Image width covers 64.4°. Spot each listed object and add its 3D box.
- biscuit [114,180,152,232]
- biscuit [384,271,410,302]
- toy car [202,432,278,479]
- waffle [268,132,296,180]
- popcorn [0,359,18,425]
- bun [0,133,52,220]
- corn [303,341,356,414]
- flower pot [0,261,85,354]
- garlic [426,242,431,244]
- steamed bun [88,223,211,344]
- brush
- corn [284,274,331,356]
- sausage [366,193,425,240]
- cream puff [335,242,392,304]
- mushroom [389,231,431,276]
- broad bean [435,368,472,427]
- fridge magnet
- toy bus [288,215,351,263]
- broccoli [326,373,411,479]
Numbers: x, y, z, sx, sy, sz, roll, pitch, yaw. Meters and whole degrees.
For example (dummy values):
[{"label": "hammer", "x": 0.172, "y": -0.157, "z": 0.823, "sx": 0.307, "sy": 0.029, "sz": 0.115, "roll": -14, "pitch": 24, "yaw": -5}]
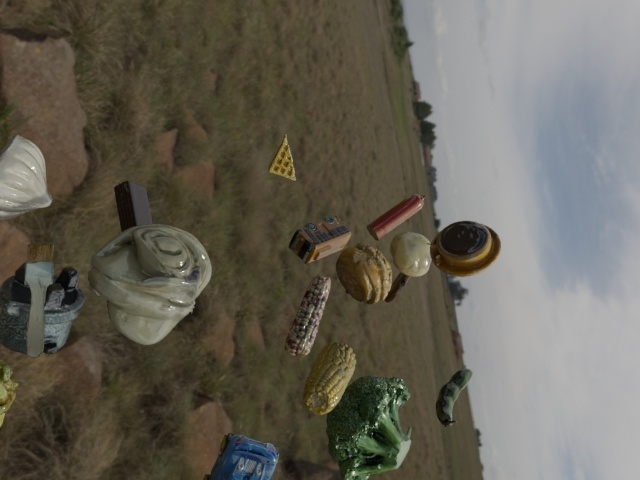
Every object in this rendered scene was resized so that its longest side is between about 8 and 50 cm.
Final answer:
[{"label": "biscuit", "x": -0.659, "y": -0.027, "z": 1.842, "sx": 0.107, "sy": 0.073, "sz": 0.389, "roll": 31, "pitch": 41, "yaw": -66}, {"label": "biscuit", "x": 0.345, "y": 0.186, "z": 2.241, "sx": 0.212, "sy": 0.036, "sz": 0.212, "roll": -54, "pitch": 178, "yaw": -3}, {"label": "toy car", "x": -0.261, "y": 0.772, "z": 1.624, "sx": 0.314, "sy": 0.198, "sz": 0.166, "roll": -63, "pitch": -166, "yaw": 10}, {"label": "waffle", "x": -0.110, "y": -0.310, "z": 1.889, "sx": 0.191, "sy": 0.125, "sz": 0.032, "roll": -53, "pitch": -153, "yaw": 43}, {"label": "popcorn", "x": -0.919, "y": 0.401, "z": 1.319, "sx": 0.212, "sy": 0.259, "sz": 0.259, "roll": 14, "pitch": 62, "yaw": -35}, {"label": "bun", "x": -0.859, "y": -0.155, "z": 1.461, "sx": 0.175, "sy": 0.263, "sz": 0.263, "roll": 32, "pitch": 42, "yaw": -31}, {"label": "corn", "x": 0.021, "y": 0.330, "z": 1.248, "sx": 0.305, "sy": 0.106, "sz": 0.106, "roll": -24, "pitch": 106, "yaw": -76}, {"label": "flower pot", "x": -1.018, "y": 0.239, "z": 1.829, "sx": 0.283, "sy": 0.299, "sz": 0.299, "roll": -64, "pitch": 175, "yaw": 15}, {"label": "garlic", "x": 0.375, "y": 0.020, "z": 1.309, "sx": 0.090, "sy": 0.128, "sz": 0.198, "roll": -58, "pitch": -170, "yaw": -17}, {"label": "steamed bun", "x": -0.505, "y": 0.098, "z": 1.587, "sx": 0.342, "sy": 0.255, "sz": 0.368, "roll": 47, "pitch": 37, "yaw": -10}, {"label": "brush", "x": -0.819, "y": 0.171, "z": 1.472, "sx": 0.020, "sy": 0.085, "sz": 0.337, "roll": 128, "pitch": -41, "yaw": -65}, {"label": "corn", "x": -0.042, "y": 0.248, "z": 1.682, "sx": 0.092, "sy": 0.092, "sz": 0.281, "roll": 38, "pitch": 70, "yaw": -72}, {"label": "sausage", "x": 0.304, "y": -0.102, "z": 1.986, "sx": 0.083, "sy": 0.264, "sz": 0.083, "roll": 54, "pitch": -5, "yaw": 8}, {"label": "cream puff", "x": 0.130, "y": 0.090, "z": 1.421, "sx": 0.189, "sy": 0.129, "sz": 0.189, "roll": 51, "pitch": -21, "yaw": 27}, {"label": "mushroom", "x": 0.275, "y": 0.040, "z": 1.539, "sx": 0.148, "sy": 0.148, "sz": 0.112, "roll": -84, "pitch": -161, "yaw": -47}, {"label": "broad bean", "x": 0.321, "y": 0.377, "z": 1.229, "sx": 0.227, "sy": 0.069, "sz": 0.039, "roll": -42, "pitch": 118, "yaw": -58}, {"label": "fridge magnet", "x": 0.294, "y": 0.012, "z": 1.038, "sx": 0.143, "sy": 0.143, "sz": 0.063, "roll": -86, "pitch": 157, "yaw": -43}, {"label": "toy bus", "x": 0.000, "y": 0.000, "z": 1.734, "sx": 0.201, "sy": 0.098, "sz": 0.114, "roll": -21, "pitch": 60, "yaw": -44}, {"label": "broccoli", "x": 0.166, "y": 0.657, "z": 1.810, "sx": 0.321, "sy": 0.310, "sz": 0.413, "roll": 44, "pitch": 71, "yaw": -22}]
